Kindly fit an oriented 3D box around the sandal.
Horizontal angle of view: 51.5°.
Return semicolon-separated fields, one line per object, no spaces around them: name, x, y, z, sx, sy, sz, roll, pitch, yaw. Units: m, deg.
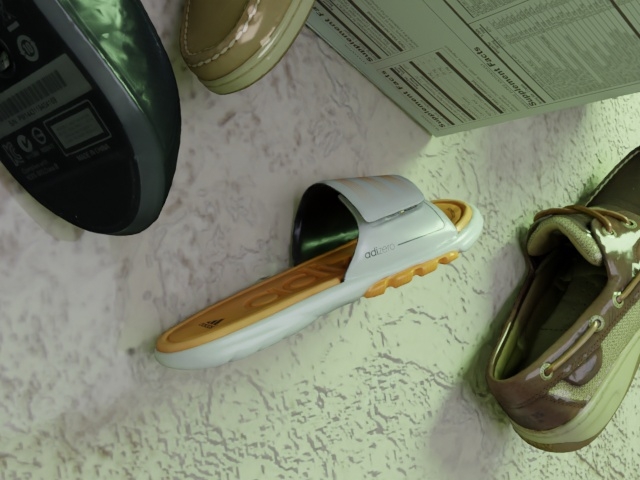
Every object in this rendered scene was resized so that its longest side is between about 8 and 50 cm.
sandal;0.005;0.001;0.448;0.265;0.102;0.076;-25;105;-31

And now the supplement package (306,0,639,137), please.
supplement package;0.140;-0.224;0.451;0.198;0.262;0.199;34;70;-29

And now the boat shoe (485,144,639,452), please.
boat shoe;0.253;0.019;0.614;0.123;0.123;0.342;46;71;-26

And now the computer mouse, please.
computer mouse;-0.145;-0.129;0.327;0.072;0.188;0.272;-53;126;-46

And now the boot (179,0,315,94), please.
boot;-0.078;-0.237;0.371;0.203;0.095;0.262;30;67;-49
